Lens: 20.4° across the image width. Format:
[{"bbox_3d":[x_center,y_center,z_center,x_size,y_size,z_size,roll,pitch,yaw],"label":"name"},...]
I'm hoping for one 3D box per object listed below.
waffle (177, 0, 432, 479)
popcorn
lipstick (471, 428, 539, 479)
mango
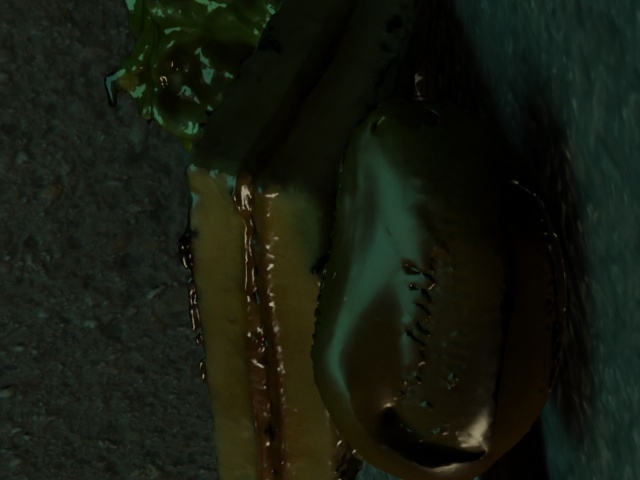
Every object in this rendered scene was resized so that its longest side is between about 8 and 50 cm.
[{"bbox_3d":[-0.001,0.000,1.307,0.376,0.114,0.261,87,-161,-48],"label":"waffle"},{"bbox_3d":[-0.074,-0.174,1.512,0.249,0.225,0.249,177,90,-87],"label":"popcorn"},{"bbox_3d":[0.134,0.230,1.238,0.057,0.057,0.357,-136,36,-74],"label":"lipstick"},{"bbox_3d":[0.067,0.030,1.093,0.151,0.156,0.249,-120,21,-63],"label":"mango"}]
